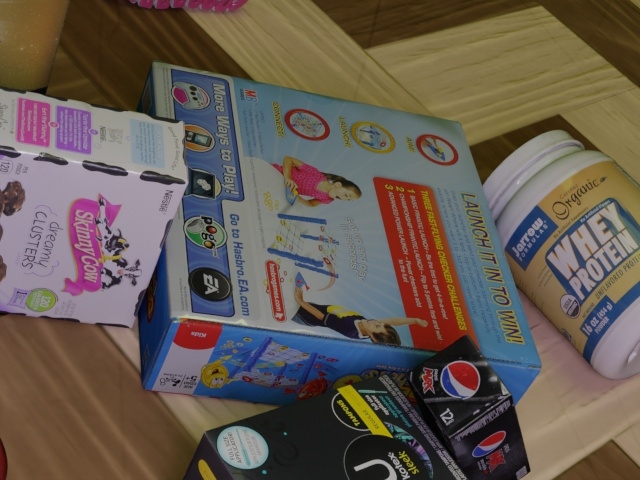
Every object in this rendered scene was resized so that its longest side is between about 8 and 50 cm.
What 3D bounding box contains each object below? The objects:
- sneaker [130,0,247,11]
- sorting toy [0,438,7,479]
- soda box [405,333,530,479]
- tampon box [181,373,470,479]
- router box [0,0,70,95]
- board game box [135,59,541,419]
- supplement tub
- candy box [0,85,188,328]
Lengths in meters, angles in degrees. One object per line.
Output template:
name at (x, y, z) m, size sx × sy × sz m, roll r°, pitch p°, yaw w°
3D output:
sneaker at (-0.154, -0.284, 1.328) m, size 0.170 × 0.063 × 0.074 m, roll 1°, pitch 45°, yaw -34°
sorting toy at (-0.350, 0.039, 0.820) m, size 0.366 × 0.126 × 0.127 m, roll 33°, pitch 40°, yaw 7°
soda box at (0.110, 0.134, 0.929) m, size 0.053 × 0.169 × 0.060 m, roll -32°, pitch 60°, yaw -5°
tampon box at (0.001, 0.181, 0.867) m, size 0.161 × 0.101 × 0.120 m, roll -14°, pitch 54°, yaw -38°
router box at (-0.346, -0.167, 0.956) m, size 0.309 × 0.243 × 0.081 m, roll -12°, pitch 52°, yaw -36°
board game box at (0.000, 0.000, 1.078) m, size 0.302 × 0.086 × 0.308 m, roll 10°, pitch 42°, yaw -19°
supplement tub at (0.245, 0.010, 1.151) m, size 0.144 × 0.144 × 0.199 m, roll -17°, pitch 56°, yaw -40°
candy box at (-0.212, -0.023, 0.930) m, size 0.196 × 0.164 × 0.070 m, roll 9°, pitch 43°, yaw -19°
